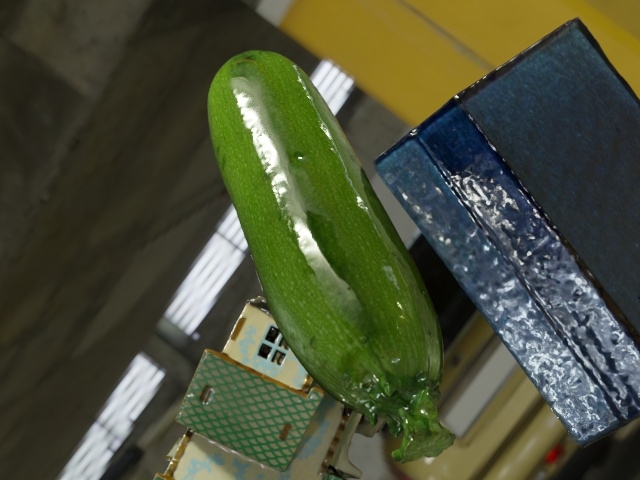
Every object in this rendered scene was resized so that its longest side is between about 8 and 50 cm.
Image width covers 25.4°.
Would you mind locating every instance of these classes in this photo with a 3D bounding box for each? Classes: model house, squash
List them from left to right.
[{"bbox_3d":[-0.054,0.202,1.203,0.206,0.178,0.271,-62,1,-27],"label":"model house"},{"bbox_3d":[0.000,0.000,0.951,0.101,0.379,0.101,-15,-44,-14],"label":"squash"}]

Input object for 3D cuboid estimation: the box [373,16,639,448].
[{"bbox_3d":[0.211,-0.017,1.168,0.116,0.279,0.261,-36,0,38],"label":"box"}]
